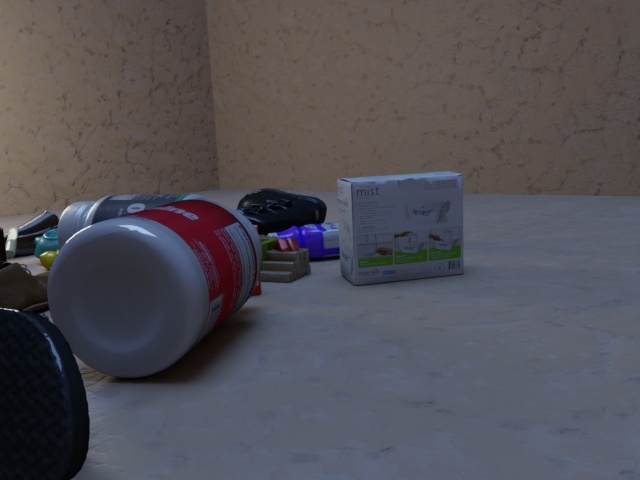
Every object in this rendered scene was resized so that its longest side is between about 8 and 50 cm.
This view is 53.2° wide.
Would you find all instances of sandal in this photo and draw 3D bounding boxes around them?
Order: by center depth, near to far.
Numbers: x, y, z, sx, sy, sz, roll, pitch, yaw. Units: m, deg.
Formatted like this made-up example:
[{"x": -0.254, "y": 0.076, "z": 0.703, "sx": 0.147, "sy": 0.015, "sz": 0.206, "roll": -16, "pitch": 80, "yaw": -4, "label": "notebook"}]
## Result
[{"x": -0.365, "y": 0.153, "z": 0.733, "sx": 0.446, "sy": 0.167, "sz": 0.107, "roll": 5, "pitch": -5, "yaw": 41, "label": "sandal"}]

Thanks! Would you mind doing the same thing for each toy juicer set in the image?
[{"x": -0.769, "y": 0.034, "z": 1.836, "sx": 0.329, "sy": 0.089, "sz": 0.209, "roll": 1, "pitch": 28, "yaw": 2, "label": "toy juicer set"}]

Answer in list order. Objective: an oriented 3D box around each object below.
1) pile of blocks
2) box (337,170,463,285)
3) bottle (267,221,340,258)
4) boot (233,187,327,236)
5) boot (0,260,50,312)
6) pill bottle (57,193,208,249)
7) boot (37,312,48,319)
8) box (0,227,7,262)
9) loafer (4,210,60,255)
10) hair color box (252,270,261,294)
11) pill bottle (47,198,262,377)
[{"x": -0.172, "y": 0.021, "z": 1.584, "sx": 0.149, "sy": 0.112, "sz": 0.362, "roll": -10, "pitch": 11, "yaw": -39, "label": "pile of blocks"}, {"x": 0.180, "y": -0.033, "z": 1.441, "sx": 0.262, "sy": 0.231, "sz": 0.127, "roll": -6, "pitch": 10, "yaw": -13, "label": "box"}, {"x": 0.000, "y": 0.000, "z": 1.717, "sx": 0.283, "sy": 0.092, "sz": 0.118, "roll": -6, "pitch": 11, "yaw": -16, "label": "bottle"}, {"x": -0.235, "y": -0.070, "z": 2.136, "sx": 0.367, "sy": 0.146, "sz": 0.445, "roll": 0, "pitch": 14, "yaw": 29, "label": "boot"}, {"x": -0.607, "y": 0.089, "z": 1.310, "sx": 0.112, "sy": 0.115, "sz": 0.305, "roll": -5, "pitch": 8, "yaw": 0, "label": "boot"}, {"x": -0.458, "y": -0.014, "z": 1.612, "sx": 0.361, "sy": 0.204, "sz": 0.204, "roll": 0, "pitch": 10, "yaw": 19, "label": "pill bottle"}, {"x": -0.540, "y": 0.149, "z": 1.126, "sx": 0.099, "sy": 0.045, "sz": 0.121, "roll": -14, "pitch": 21, "yaw": -39, "label": "boot"}, {"x": -0.795, "y": 0.055, "z": 1.403, "sx": 0.169, "sy": 0.167, "sz": 0.203, "roll": -10, "pitch": 11, "yaw": -36, "label": "box"}, {"x": -0.917, "y": -0.033, "z": 2.094, "sx": 0.134, "sy": 0.130, "sz": 0.366, "roll": 4, "pitch": 12, "yaw": 37, "label": "loafer"}, {"x": -0.183, "y": 0.061, "z": 1.405, "sx": 0.053, "sy": 0.093, "sz": 0.167, "roll": -7, "pitch": 10, "yaw": -26, "label": "hair color box"}, {"x": -0.236, "y": 0.052, "z": 1.060, "sx": 0.229, "sy": 0.229, "sz": 0.408, "roll": -1, "pitch": 9, "yaw": 12, "label": "pill bottle"}]
